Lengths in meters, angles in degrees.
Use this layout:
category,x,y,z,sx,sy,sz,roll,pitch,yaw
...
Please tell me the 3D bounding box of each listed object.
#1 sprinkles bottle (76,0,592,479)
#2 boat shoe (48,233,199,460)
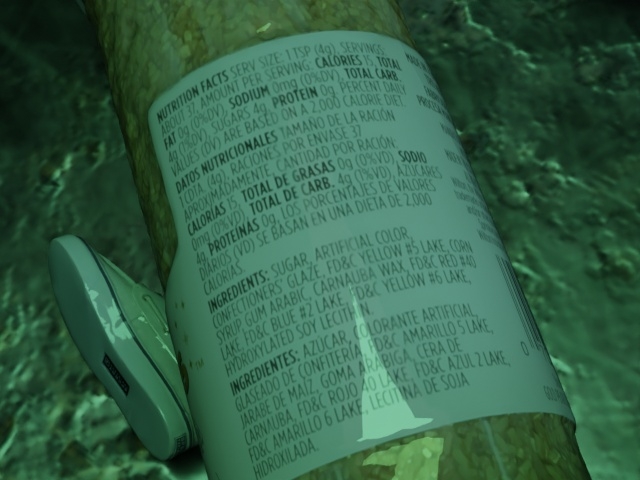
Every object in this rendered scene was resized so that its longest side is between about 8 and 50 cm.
category,x,y,z,sx,sy,sz,roll,pitch,yaw
sprinkles bottle,0.000,0.000,0.408,0.121,0.121,0.355,-17,65,-4
boat shoe,-0.068,0.035,0.448,0.035,0.035,0.100,-19,58,-36
